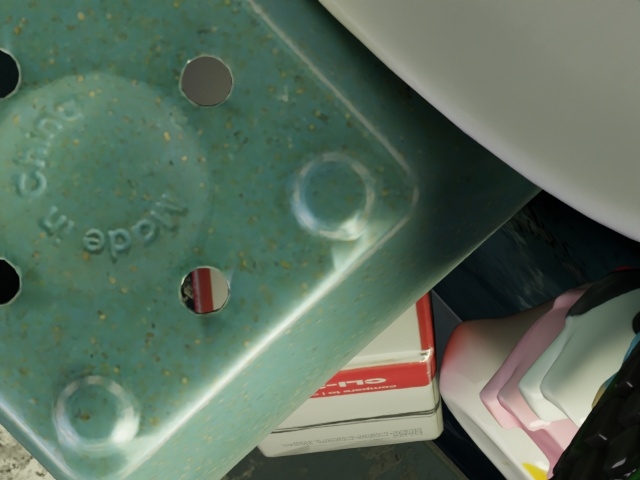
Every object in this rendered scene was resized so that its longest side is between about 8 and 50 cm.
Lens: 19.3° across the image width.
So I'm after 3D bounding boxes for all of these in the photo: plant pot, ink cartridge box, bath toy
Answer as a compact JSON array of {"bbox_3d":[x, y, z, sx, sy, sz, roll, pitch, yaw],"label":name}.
[{"bbox_3d":[-0.060,-0.039,0.685,0.247,0.248,0.252,46,-170,-7],"label":"plant pot"},{"bbox_3d":[0.000,0.000,1.019,0.273,0.114,0.197,69,-165,-75],"label":"ink cartridge box"},{"bbox_3d":[0.154,0.065,0.796,0.151,0.129,0.348,49,172,-5],"label":"bath toy"}]

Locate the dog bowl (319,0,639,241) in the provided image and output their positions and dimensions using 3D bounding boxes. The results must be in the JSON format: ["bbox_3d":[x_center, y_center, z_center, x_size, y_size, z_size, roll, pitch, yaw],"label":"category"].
[{"bbox_3d":[0.041,-0.123,0.448,0.265,0.104,0.265,45,173,7],"label":"dog bowl"}]

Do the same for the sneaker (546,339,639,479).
[{"bbox_3d":[0.164,0.076,0.473,0.146,0.134,0.343,43,154,-12],"label":"sneaker"}]
